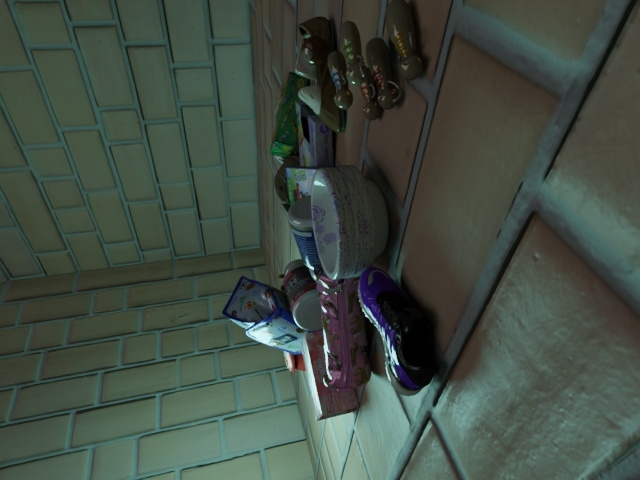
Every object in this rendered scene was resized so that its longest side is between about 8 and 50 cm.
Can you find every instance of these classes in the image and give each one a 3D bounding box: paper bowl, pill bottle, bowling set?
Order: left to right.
[{"bbox_3d":[-0.054,0.202,1.703,0.318,0.176,0.176,-123,29,-61],"label":"pill bottle"},{"bbox_3d":[0.000,0.000,1.343,0.153,0.153,0.265,-115,8,-52],"label":"pill bottle"},{"bbox_3d":[0.075,-0.048,1.081,0.284,0.148,0.284,172,90,-76],"label":"paper bowl"},{"bbox_3d":[0.066,-0.338,0.874,0.287,0.199,0.154,126,134,-77],"label":"bowling set"}]

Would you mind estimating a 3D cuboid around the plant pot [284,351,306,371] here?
[{"bbox_3d":[-0.083,0.534,2.030,0.191,0.174,0.191,170,90,-76],"label":"plant pot"}]

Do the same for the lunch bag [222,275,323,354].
[{"bbox_3d":[-0.190,0.338,1.848,0.385,0.327,0.239,5,66,50],"label":"lunch bag"}]

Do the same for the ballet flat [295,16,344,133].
[{"bbox_3d":[-0.011,-0.484,1.252,0.116,0.124,0.343,-169,72,-76],"label":"ballet flat"}]

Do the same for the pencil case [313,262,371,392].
[{"bbox_3d":[0.069,0.248,1.263,0.160,0.167,0.386,8,108,44],"label":"pencil case"}]

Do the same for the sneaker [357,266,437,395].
[{"bbox_3d":[0.175,0.168,0.911,0.146,0.102,0.293,110,145,-55],"label":"sneaker"}]

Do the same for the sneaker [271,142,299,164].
[{"bbox_3d":[-0.127,-0.373,1.843,0.217,0.079,0.121,56,144,9],"label":"sneaker"}]

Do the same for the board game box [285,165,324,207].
[{"bbox_3d":[-0.019,-0.162,1.401,0.211,0.039,0.160,10,115,38],"label":"board game box"}]

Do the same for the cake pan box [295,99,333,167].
[{"bbox_3d":[-0.020,-0.335,1.469,0.246,0.070,0.267,-120,22,-50],"label":"cake pan box"}]

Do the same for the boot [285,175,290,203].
[{"bbox_3d":[-0.017,-0.087,1.540,0.338,0.118,0.222,69,168,-18],"label":"boot"}]

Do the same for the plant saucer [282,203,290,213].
[{"bbox_3d":[-0.087,-0.066,1.827,0.241,0.037,0.241,57,179,1],"label":"plant saucer"}]

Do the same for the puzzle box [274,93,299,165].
[{"bbox_3d":[-0.160,-0.464,2.055,0.272,0.052,0.409,169,94,-77],"label":"puzzle box"}]

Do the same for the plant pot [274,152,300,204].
[{"bbox_3d":[-0.113,-0.225,1.725,0.237,0.109,0.237,41,142,43],"label":"plant pot"}]

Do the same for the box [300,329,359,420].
[{"bbox_3d":[0.028,0.500,1.597,0.154,0.142,0.300,105,154,-59],"label":"box"}]

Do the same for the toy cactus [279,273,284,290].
[{"bbox_3d":[-0.086,0.192,1.943,0.112,0.180,0.219,-61,-16,20],"label":"toy cactus"}]

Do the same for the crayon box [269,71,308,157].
[{"bbox_3d":[-0.123,-0.478,1.639,0.165,0.081,0.279,156,126,-76],"label":"crayon box"}]
